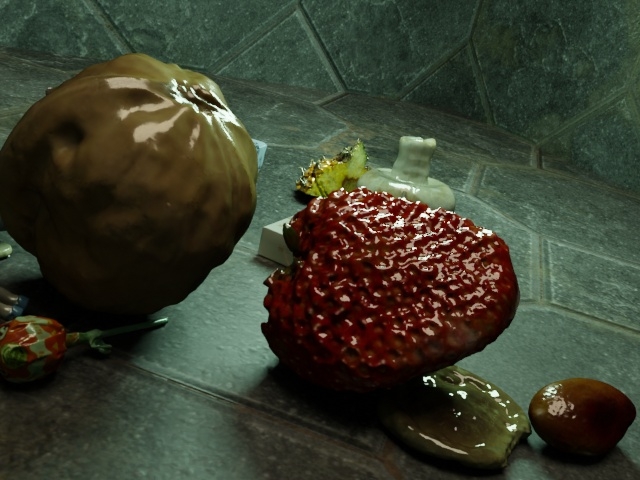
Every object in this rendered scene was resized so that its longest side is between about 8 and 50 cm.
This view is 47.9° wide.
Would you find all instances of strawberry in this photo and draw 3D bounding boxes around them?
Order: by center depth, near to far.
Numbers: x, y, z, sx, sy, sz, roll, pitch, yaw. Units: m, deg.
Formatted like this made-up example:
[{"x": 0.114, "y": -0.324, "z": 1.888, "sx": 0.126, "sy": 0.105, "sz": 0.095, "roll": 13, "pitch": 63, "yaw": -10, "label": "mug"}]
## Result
[{"x": 0.101, "y": 0.082, "z": 1.022, "sx": 0.351, "sy": 0.267, "sz": 0.312, "roll": 3, "pitch": 51, "yaw": 21, "label": "strawberry"}]

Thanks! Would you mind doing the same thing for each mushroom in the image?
[{"x": 0.211, "y": -0.138, "z": 1.724, "sx": 0.243, "sy": 0.244, "sz": 0.243, "roll": 12, "pitch": 21, "yaw": -5, "label": "mushroom"}]

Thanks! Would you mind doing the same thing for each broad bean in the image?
[{"x": 0.368, "y": 0.252, "z": 1.024, "sx": 0.165, "sy": 0.084, "sz": 0.114, "roll": -7, "pitch": 41, "yaw": -36, "label": "broad bean"}]

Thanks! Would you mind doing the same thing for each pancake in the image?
[{"x": 0.186, "y": 0.236, "z": 1.005, "sx": 0.236, "sy": 0.042, "sz": 0.222, "roll": -4, "pitch": 29, "yaw": -38, "label": "pancake"}]

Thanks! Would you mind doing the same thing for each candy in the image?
[{"x": -0.307, "y": 0.128, "z": 0.961, "sx": 0.084, "sy": 0.078, "sz": 0.287, "roll": -17, "pitch": -6, "yaw": 29, "label": "candy"}]

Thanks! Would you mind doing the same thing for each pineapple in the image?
[{"x": 0.038, "y": -0.185, "z": 1.838, "sx": 0.249, "sy": 0.164, "sz": 0.139, "roll": -5, "pitch": 20, "yaw": -34, "label": "pineapple"}]

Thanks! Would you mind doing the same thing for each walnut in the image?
[{"x": -0.266, "y": -0.070, "z": 1.036, "sx": 0.383, "sy": 0.384, "sz": 0.383, "roll": 12, "pitch": 21, "yaw": -5, "label": "walnut"}]

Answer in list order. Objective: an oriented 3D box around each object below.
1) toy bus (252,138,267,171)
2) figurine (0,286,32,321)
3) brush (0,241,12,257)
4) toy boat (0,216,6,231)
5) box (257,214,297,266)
[{"x": -0.228, "y": -0.153, "z": 1.605, "sx": 0.109, "sy": 0.136, "sz": 0.329, "roll": 17, "pitch": 21, "yaw": 13, "label": "toy bus"}, {"x": -0.518, "y": 0.038, "z": 0.969, "sx": 0.260, "sy": 0.103, "sz": 0.205, "roll": 21, "pitch": 24, "yaw": -16, "label": "figurine"}, {"x": -0.598, "y": 0.041, "z": 1.037, "sx": 0.085, "sy": 0.020, "sz": 0.336, "roll": 24, "pitch": 23, "yaw": 25, "label": "brush"}, {"x": -0.583, "y": -0.087, "z": 1.287, "sx": 0.276, "sy": 0.111, "sz": 0.293, "roll": 16, "pitch": 9, "yaw": 5, "label": "toy boat"}, {"x": 0.000, "y": 0.000, "z": 1.460, "sx": 0.149, "sy": 0.067, "sz": 0.233, "roll": 25, "pitch": 24, "yaw": 23, "label": "box"}]
